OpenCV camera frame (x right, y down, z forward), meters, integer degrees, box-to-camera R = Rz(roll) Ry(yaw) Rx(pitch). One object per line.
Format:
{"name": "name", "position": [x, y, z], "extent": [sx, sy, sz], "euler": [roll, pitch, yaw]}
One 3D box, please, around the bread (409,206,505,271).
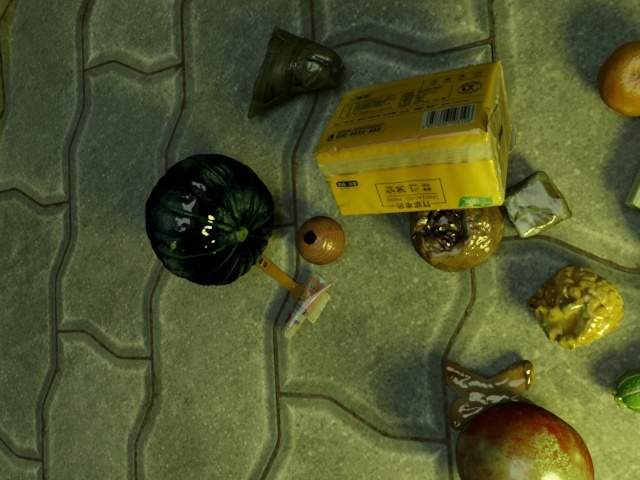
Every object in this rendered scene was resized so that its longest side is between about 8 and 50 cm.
{"name": "bread", "position": [0.317, -0.033, 1.183], "extent": [0.229, 0.123, 0.230], "euler": [0, 90, 25]}

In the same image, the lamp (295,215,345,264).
{"name": "lamp", "position": [0.000, 0.000, 1.333], "extent": [0.136, 0.136, 0.137], "euler": [-1, 87, 26]}

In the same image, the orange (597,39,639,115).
{"name": "orange", "position": [0.665, -0.338, 1.026], "extent": [0.154, 0.134, 0.155], "euler": [16, 115, 39]}

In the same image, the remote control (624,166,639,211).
{"name": "remote control", "position": [0.718, -0.164, 1.016], "extent": [0.097, 0.038, 0.234], "euler": [19, 97, -7]}

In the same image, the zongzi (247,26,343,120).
{"name": "zongzi", "position": [-0.079, -0.431, 1.395], "extent": [0.250, 0.125, 0.275], "euler": [33, 104, 31]}

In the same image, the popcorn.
{"name": "popcorn", "position": [0.543, 0.144, 1.055], "extent": [0.170, 0.180, 0.180], "euler": [18, 97, -13]}

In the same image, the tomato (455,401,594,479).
{"name": "tomato", "position": [0.420, 0.481, 1.022], "extent": [0.269, 0.223, 0.271], "euler": [7, 132, 8]}

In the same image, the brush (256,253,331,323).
{"name": "brush", "position": [-0.094, 0.124, 1.439], "extent": [0.272, 0.013, 0.103], "euler": [37, 103, 24]}

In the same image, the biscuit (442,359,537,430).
{"name": "biscuit", "position": [0.402, 0.365, 1.163], "extent": [0.207, 0.047, 0.165], "euler": [-9, 83, 26]}

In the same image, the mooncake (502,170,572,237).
{"name": "mooncake", "position": [0.487, -0.082, 1.126], "extent": [0.125, 0.073, 0.130], "euler": [-29, 77, 19]}

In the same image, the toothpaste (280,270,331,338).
{"name": "toothpaste", "position": [-0.046, 0.186, 1.384], "extent": [0.067, 0.042, 0.195], "euler": [34, 98, 23]}

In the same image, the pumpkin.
{"name": "pumpkin", "position": [-0.297, -0.060, 1.361], "extent": [0.266, 0.363, 0.364], "euler": [18, 96, 39]}

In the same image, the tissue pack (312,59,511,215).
{"name": "tissue pack", "position": [0.220, -0.223, 1.123], "extent": [0.381, 0.228, 0.293], "euler": [-2, 46, 28]}

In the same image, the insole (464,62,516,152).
{"name": "insole", "position": [0.408, -0.323, 1.210], "extent": [0.081, 0.011, 0.248], "euler": [-22, 79, 23]}

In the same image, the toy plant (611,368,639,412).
{"name": "toy plant", "position": [0.681, 0.296, 1.003], "extent": [0.162, 0.092, 0.093], "euler": [-32, 74, 25]}
